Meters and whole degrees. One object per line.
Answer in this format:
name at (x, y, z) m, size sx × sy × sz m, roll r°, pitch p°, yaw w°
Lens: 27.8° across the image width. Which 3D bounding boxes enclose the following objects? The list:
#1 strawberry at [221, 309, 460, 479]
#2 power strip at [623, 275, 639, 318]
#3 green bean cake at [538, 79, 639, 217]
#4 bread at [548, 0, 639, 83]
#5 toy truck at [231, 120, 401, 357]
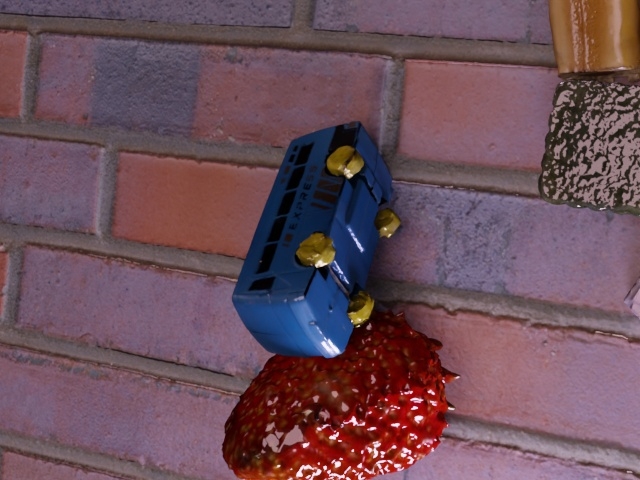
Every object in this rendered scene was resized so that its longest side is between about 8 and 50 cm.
strawberry at (0.030, 0.248, 1.917) m, size 0.292 × 0.343 × 0.292 m, roll 13°, pitch 114°, yaw 31°
power strip at (0.543, 0.018, 1.828) m, size 0.109 × 0.037 × 0.279 m, roll 37°, pitch 106°, yaw 21°
green bean cake at (0.418, -0.133, 1.856) m, size 0.183 × 0.094 × 0.185 m, roll 9°, pitch 95°, yaw 26°
bread at (0.400, -0.312, 1.867) m, size 0.134 × 0.085 × 0.173 m, roll 0°, pitch 94°, yaw 35°
toy truck at (0.000, 0.000, 1.922) m, size 0.162 × 0.161 × 0.385 m, roll -11°, pitch 42°, yaw 28°
